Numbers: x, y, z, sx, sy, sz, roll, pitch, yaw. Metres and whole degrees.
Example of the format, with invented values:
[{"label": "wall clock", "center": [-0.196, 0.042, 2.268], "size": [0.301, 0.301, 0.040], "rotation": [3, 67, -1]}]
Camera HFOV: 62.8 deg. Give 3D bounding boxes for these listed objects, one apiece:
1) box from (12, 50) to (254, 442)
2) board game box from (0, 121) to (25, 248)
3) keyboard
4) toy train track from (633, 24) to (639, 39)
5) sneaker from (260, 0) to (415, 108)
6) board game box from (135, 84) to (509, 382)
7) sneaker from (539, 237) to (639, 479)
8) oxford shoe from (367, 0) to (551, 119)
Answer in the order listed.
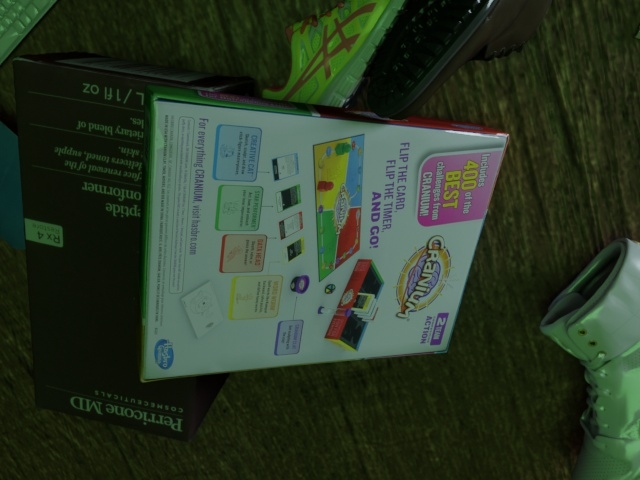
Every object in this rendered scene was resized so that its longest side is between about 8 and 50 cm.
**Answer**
[{"label": "box", "center": [-0.194, 0.009, 0.566], "size": [0.191, 0.143, 0.381], "rotation": [10, 113, 6]}, {"label": "board game box", "center": [-0.367, -0.072, 0.625], "size": [0.169, 0.033, 0.133], "rotation": [42, 116, -1]}, {"label": "keyboard", "center": [-0.335, -0.257, 0.561], "size": [0.256, 0.014, 0.072], "rotation": [-35, 100, 20]}, {"label": "toy train track", "center": [0.303, -0.220, 0.461], "size": [0.048, 0.014, 0.083], "rotation": [20, 112, 3]}, {"label": "sneaker", "center": [0.014, -0.188, 0.490], "size": [0.094, 0.081, 0.208], "rotation": [38, 110, 2]}, {"label": "board game box", "center": [0.000, 0.000, 0.485], "size": [0.317, 0.064, 0.242], "rotation": [1, 113, -23]}, {"label": "sneaker", "center": [0.294, 0.141, 0.549], "size": [0.169, 0.108, 0.292], "rotation": [23, 102, 3]}, {"label": "oxford shoe", "center": [0.131, -0.174, 0.427], "size": [0.227, 0.083, 0.096], "rotation": [-47, 128, -1]}]
